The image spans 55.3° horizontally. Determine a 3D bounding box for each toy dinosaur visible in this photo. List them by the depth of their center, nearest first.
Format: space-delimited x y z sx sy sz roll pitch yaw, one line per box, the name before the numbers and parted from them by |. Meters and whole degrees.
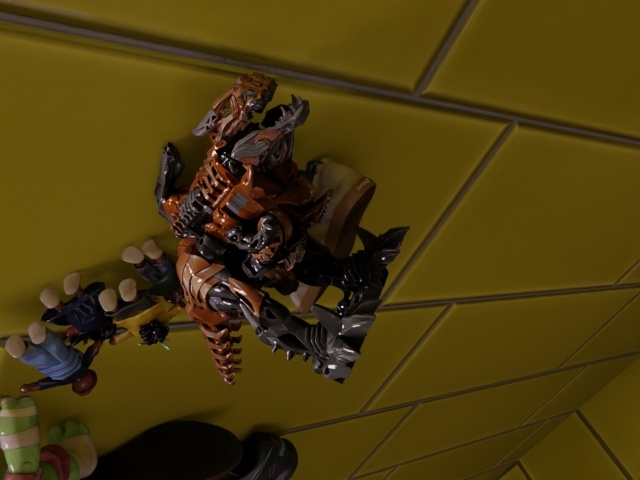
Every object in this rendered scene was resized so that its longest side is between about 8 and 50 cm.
toy dinosaur | -0.049 0.015 0.549 0.322 0.218 0.164 104 10 -60

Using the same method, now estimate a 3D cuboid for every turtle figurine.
turtle figurine | -0.349 0.227 0.599 0.266 0.275 0.197 102 8 -80

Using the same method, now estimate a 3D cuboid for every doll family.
doll family | -0.203 0.082 0.592 0.193 0.076 0.111 -23 149 -4

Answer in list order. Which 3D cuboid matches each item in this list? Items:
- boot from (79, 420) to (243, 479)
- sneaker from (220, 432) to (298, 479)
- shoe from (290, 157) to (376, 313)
boot | -0.249 0.388 0.910 0.264 0.096 0.280 -16 143 -21
sneaker | -0.167 0.409 1.015 0.267 0.101 0.106 -40 135 -2
shoe | 0.000 0.000 0.661 0.076 0.058 0.219 -46 165 -41
